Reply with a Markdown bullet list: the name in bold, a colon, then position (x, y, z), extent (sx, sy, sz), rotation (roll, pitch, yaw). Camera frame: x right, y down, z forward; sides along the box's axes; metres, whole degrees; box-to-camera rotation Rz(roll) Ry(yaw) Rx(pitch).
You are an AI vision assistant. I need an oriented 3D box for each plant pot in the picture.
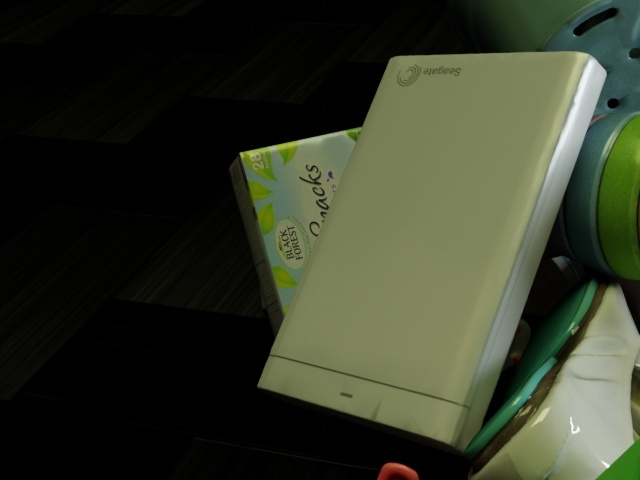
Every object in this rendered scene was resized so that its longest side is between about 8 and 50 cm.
- **plant pot**: position (0.368, -0.290, 1.536), extent (0.341, 0.341, 0.334), rotation (-5, 36, -2)

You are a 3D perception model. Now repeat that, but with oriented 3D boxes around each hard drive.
- **hard drive**: position (0.094, -0.005, 1.009), extent (0.233, 0.047, 0.353), rotation (8, 70, 46)

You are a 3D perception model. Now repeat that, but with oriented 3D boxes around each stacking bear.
- **stacking bear**: position (0.319, -0.040, 0.994), extent (0.289, 0.175, 0.164), rotation (11, 63, 42)

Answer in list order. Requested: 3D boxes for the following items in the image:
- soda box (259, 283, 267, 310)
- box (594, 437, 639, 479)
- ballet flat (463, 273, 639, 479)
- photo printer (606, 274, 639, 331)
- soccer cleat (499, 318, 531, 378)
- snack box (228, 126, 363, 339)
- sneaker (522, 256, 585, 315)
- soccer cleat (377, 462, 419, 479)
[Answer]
- **soda box**: position (0.000, 0.000, 1.280), extent (0.074, 0.069, 0.216), rotation (5, 30, 18)
- **box**: position (0.261, 0.248, 0.607), extent (0.231, 0.126, 0.262), rotation (34, 31, -6)
- **ballet flat**: position (0.216, 0.137, 0.921), extent (0.139, 0.139, 0.400), rotation (6, 13, 18)
- **photo printer**: position (0.427, 0.043, 1.096), extent (0.256, 0.107, 0.307), rotation (-6, 28, -3)
- **soccer cleat**: position (0.107, 0.109, 1.066), extent (0.196, 0.068, 0.076), rotation (-20, 28, -21)
- **snack box**: position (0.019, -0.001, 1.141), extent (0.175, 0.207, 0.070), rotation (-13, -9, -17)
- **sneaker**: position (0.192, -0.018, 1.246), extent (0.121, 0.108, 0.302), rotation (-21, 34, -29)
- **soccer cleat**: position (0.035, 0.257, 0.762), extent (0.083, 0.095, 0.248), rotation (3, 28, 13)
